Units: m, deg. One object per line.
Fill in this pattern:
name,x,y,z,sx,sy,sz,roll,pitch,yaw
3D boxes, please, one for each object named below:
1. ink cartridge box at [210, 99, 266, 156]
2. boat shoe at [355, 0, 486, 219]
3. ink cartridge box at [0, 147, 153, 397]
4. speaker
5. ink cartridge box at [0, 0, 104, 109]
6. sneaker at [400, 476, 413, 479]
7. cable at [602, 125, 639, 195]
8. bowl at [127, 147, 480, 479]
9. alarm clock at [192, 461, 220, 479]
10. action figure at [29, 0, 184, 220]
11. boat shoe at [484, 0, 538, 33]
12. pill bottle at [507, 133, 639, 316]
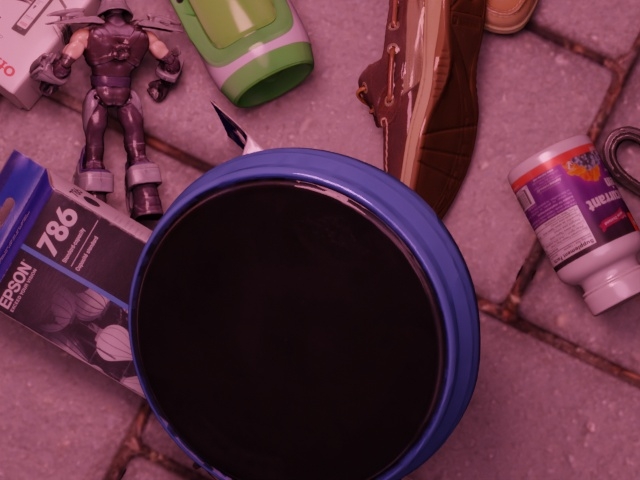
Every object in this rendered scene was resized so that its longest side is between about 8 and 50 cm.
ink cartridge box,0.000,0.000,1.793,0.069,0.176,0.371,-44,82,-4
boat shoe,0.108,-0.180,1.864,0.123,0.123,0.342,8,93,36
ink cartridge box,-0.254,0.050,1.804,0.332,0.065,0.165,30,103,-2
speaker,-0.120,-0.311,1.876,0.131,0.131,0.296,-27,81,-2
ink cartridge box,-0.353,-0.283,1.900,0.148,0.086,0.203,37,83,7
sneaker,0.059,0.334,1.781,0.235,0.094,0.153,35,90,1
cable,0.451,-0.024,1.856,0.287,0.072,0.139,29,100,19
bowl,-0.026,0.098,1.679,0.391,0.077,0.391,4,104,18
alarm clock,-0.064,0.214,1.821,0.192,0.064,0.129,-32,81,-6
action figure,-0.247,-0.164,1.855,0.185,0.099,0.285,-1,90,-16
boat shoe,0.233,-0.391,1.893,0.104,0.089,0.285,9,82,3
pill bottle,0.305,-0.015,1.818,0.108,0.108,0.193,-26,81,-2
